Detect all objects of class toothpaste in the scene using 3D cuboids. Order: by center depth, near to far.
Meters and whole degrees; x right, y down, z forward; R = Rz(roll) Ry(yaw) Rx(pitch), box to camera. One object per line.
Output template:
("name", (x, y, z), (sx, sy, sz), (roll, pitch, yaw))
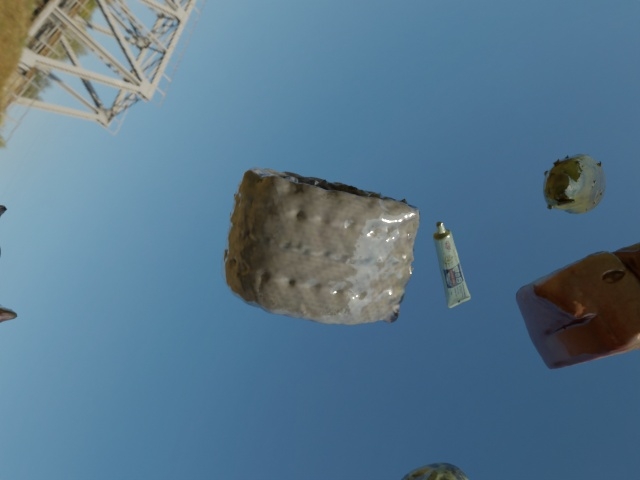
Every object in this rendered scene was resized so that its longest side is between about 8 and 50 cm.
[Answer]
("toothpaste", (0.281, 0.055, 0.957), (0.060, 0.233, 0.038), (-28, -149, -7))

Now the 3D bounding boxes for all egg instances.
("egg", (0.207, 0.495, 0.816), (0.181, 0.141, 0.141), (-32, -143, -23))

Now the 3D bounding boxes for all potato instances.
("potato", (0.491, -0.108, 0.857), (0.090, 0.225, 0.117), (-2, -85, 44))

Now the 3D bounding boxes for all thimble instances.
("thimble", (0.000, 0.000, 0.577), (0.245, 0.217, 0.157), (15, -76, 9))

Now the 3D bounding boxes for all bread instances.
("bread", (0.427, 0.062, 0.554), (0.327, 0.295, 0.114), (-26, -112, 22))

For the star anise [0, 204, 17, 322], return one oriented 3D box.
("star anise", (-0.478, 0.075, 0.488), (0.331, 0.117, 0.332), (-5, -103, 21))
